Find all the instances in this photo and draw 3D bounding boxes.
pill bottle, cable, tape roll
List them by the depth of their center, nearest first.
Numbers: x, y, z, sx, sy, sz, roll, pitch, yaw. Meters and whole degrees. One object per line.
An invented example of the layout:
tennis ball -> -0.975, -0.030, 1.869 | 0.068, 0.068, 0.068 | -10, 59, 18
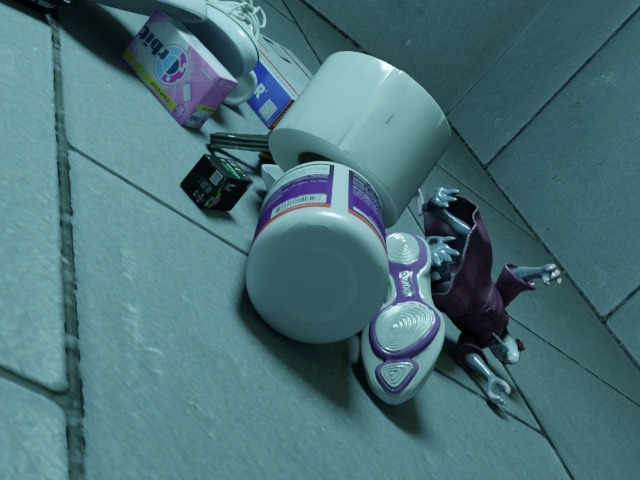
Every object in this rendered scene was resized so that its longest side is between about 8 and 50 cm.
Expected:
pill bottle -> 0.000, 0.000, 1.382 | 0.181, 0.181, 0.323 | 39, 16, -11
tape roll -> 0.062, -0.158, 1.606 | 0.246, 0.169, 0.246 | 31, -20, 12
cable -> -0.082, -0.152, 1.762 | 0.140, 0.072, 0.287 | 15, 14, 22
pill bottle -> -0.184, -0.340, 1.989 | 0.087, 0.087, 0.160 | 31, 19, -35

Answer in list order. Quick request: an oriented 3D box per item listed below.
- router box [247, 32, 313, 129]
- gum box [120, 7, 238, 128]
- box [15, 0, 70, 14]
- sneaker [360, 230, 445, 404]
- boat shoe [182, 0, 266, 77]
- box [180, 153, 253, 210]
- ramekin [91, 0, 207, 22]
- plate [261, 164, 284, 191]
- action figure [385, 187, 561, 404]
router box -> -0.091, -0.345, 2.233 | 0.301, 0.082, 0.335 | 18, 29, -55
gum box -> -0.242, -0.292, 1.693 | 0.188, 0.107, 0.062 | 48, 17, 18
box -> -0.495, -0.488, 1.505 | 0.270, 0.060, 0.216 | 18, 61, -55
sneaker -> 0.121, 0.128, 1.449 | 0.114, 0.152, 0.305 | 3, 41, 7
boat shoe -> -0.173, -0.412, 1.909 | 0.367, 0.156, 0.135 | 33, -31, 56
box -> -0.149, -0.083, 1.457 | 0.052, 0.062, 0.083 | 47, 16, 19
ramekin -> -0.317, -0.469, 1.706 | 0.277, 0.135, 0.277 | 12, 3, -1
plate -> 0.030, -0.020, 1.749 | 0.277, 0.045, 0.278 | 47, 17, 13
action figure -> 0.246, 0.107, 1.736 | 0.276, 0.248, 0.370 | 17, -30, 43
